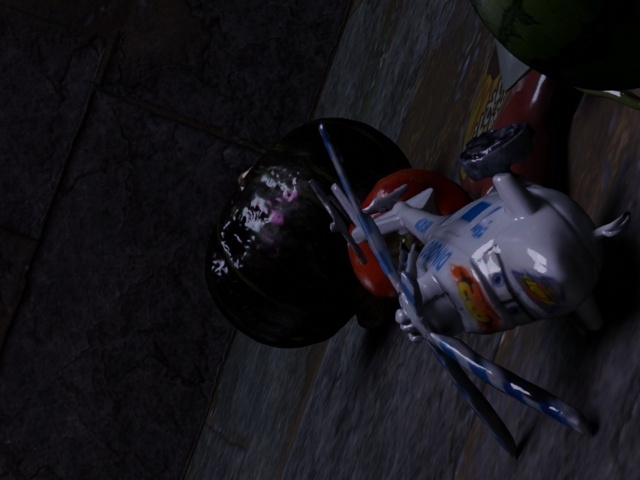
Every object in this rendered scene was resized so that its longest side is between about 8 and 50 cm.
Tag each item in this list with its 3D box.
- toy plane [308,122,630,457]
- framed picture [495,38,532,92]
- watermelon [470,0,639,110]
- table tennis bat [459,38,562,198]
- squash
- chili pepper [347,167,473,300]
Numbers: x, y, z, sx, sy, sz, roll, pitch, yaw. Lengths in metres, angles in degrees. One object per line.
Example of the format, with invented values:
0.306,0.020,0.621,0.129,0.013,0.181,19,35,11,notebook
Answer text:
0.077,0.008,0.842,0.107,0.182,0.273,-34,-5,-2,toy plane
0.153,-0.241,0.858,0.296,0.019,0.232,135,134,-58,framed picture
0.118,-0.123,0.707,0.187,0.140,0.141,113,174,-59,watermelon
0.129,-0.101,1.027,0.310,0.038,0.200,-73,5,-55,table tennis bat
-0.004,-0.004,1.320,0.193,0.156,0.193,20,-90,-75,squash
0.060,-0.004,1.088,0.192,0.084,0.086,-170,83,-88,chili pepper
